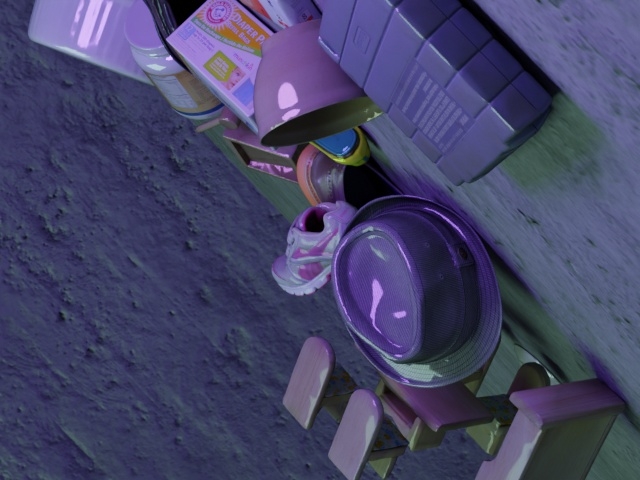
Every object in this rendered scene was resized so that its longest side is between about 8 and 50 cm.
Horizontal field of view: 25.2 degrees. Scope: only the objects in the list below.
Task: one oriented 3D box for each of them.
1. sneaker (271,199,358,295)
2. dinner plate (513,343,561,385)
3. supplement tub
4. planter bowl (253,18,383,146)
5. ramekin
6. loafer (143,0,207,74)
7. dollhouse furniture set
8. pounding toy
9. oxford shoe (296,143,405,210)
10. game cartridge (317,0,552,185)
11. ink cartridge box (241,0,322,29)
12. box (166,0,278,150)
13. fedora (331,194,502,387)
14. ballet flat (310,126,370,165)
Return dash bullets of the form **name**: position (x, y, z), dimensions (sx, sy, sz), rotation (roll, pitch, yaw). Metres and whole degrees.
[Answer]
- **sneaker**: position (0.000, 0.000, 2.137), dimensions (0.111, 0.103, 0.252), rotation (49, 141, -13)
- **dinner plate**: position (0.371, 0.229, 2.414), dimensions (0.141, 0.017, 0.141), rotation (47, 176, 5)
- **supplement tub**: position (-0.216, -0.300, 2.295), dimensions (0.144, 0.144, 0.199), rotation (42, 173, 35)
- **planter bowl**: position (-0.006, -0.183, 1.610), dimensions (0.162, 0.162, 0.109), rotation (86, 168, -82)
- **ramekin**: position (-0.359, -0.361, 2.431), dimensions (0.277, 0.135, 0.277), rotation (20, -177, -1)
- **loafer**: position (-0.187, -0.329, 2.103), dimensions (0.095, 0.109, 0.302), rotation (34, 164, 49)
- **dollhouse furniture set**: position (0.218, 0.233, 2.137), dimensions (0.362, 0.256, 0.394), rotation (-4, -144, -38)
- **pounding toy**: position (-0.103, -0.188, 2.306), dimensions (0.181, 0.094, 0.206), rotation (19, 165, 20)
- **oxford shoe**: position (0.103, 0.000, 2.204), dimensions (0.363, 0.130, 0.133), rotation (48, 168, -26)
- **game cartridge**: position (0.099, -0.163, 1.350), dimensions (0.230, 0.068, 0.355), rotation (42, 175, 1)
- **ink cartridge box**: position (-0.087, -0.324, 1.656), dimensions (0.145, 0.045, 0.179), rotation (40, 174, 47)
- **box**: position (-0.103, -0.242, 2.011), dimensions (0.203, 0.114, 0.103), rotation (43, 176, 31)
- **fedora**: position (0.108, 0.073, 1.939), dimensions (0.124, 0.244, 0.275), rotation (-9, -98, -60)
- **ballet flat**: position (-0.013, -0.178, 2.064), dimensions (0.231, 0.077, 0.077), rotation (41, -171, 29)
